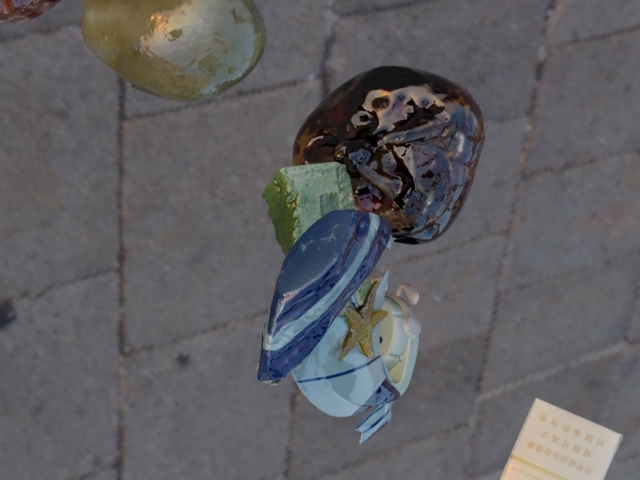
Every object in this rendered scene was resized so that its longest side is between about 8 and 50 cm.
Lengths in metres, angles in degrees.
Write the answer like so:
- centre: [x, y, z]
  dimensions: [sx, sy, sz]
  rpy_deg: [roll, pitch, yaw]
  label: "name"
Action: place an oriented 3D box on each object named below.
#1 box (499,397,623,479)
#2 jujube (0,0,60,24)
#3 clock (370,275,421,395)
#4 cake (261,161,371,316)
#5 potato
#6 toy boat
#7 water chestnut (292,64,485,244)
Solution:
- centre: [0.212, 0.242, 1.319]
  dimensions: [0.166, 0.090, 0.024]
  rpy_deg: [-65, 161, -7]
  label: "box"
- centre: [-0.311, -0.298, 1.246]
  dimensions: [0.168, 0.168, 0.236]
  rpy_deg: [-47, 141, 1]
  label: "jujube"
- centre: [0.090, 0.154, 2.274]
  dimensions: [0.062, 0.151, 0.191]
  rpy_deg: [15, 89, -46]
  label: "clock"
- centre: [0.008, 0.009, 1.810]
  dimensions: [0.100, 0.235, 0.099]
  rpy_deg: [-8, 151, -21]
  label: "cake"
- centre: [-0.182, -0.264, 1.718]
  dimensions: [0.177, 0.235, 0.160]
  rpy_deg: [-72, 166, -44]
  label: "potato"
- centre: [0.023, 0.108, 1.455]
  dimensions: [0.220, 0.067, 0.291]
  rpy_deg: [-51, 144, -26]
  label: "toy boat"
- centre: [0.100, -0.134, 2.032]
  dimensions: [0.289, 0.289, 0.244]
  rpy_deg: [-38, 141, -9]
  label: "water chestnut"
